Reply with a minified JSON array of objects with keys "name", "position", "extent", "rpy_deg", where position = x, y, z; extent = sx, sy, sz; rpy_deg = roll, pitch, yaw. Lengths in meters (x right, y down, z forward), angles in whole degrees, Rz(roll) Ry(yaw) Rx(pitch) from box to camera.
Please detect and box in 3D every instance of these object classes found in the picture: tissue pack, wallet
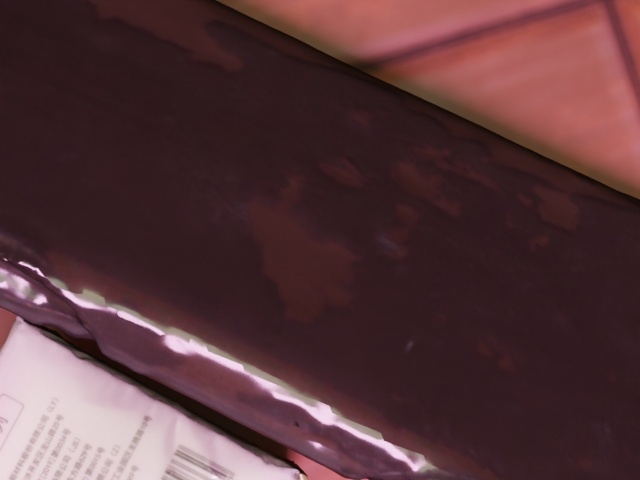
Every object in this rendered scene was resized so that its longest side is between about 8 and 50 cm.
[{"name":"tissue pack","position":[-0.085,0.115,0.626],"extent":[0.106,0.099,0.149],"rpy_deg":[29,85,4]},{"name":"wallet","position":[0.000,0.000,0.635],"extent":[0.309,0.042,0.165],"rpy_deg":[26,47,0]}]
